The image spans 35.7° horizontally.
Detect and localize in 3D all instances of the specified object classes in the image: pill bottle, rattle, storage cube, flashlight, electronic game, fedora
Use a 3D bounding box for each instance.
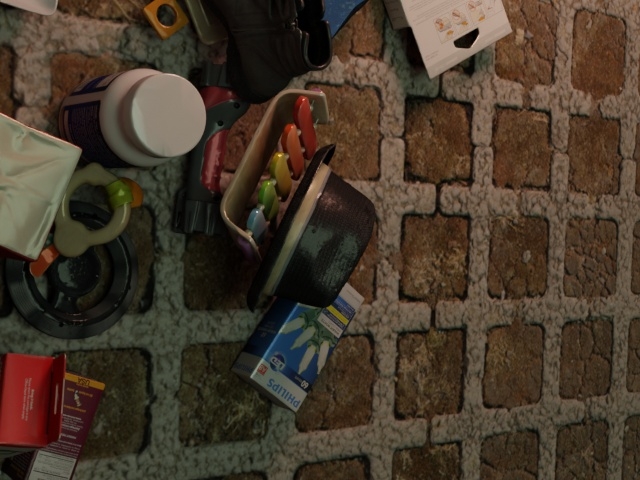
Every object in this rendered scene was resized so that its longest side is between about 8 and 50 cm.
[{"bbox_3d":[-0.297,-0.190,1.564,0.153,0.265,0.153,-3,95,-35],"label":"pill bottle"},{"bbox_3d":[-0.389,-0.029,1.609,0.130,0.143,0.199,36,92,-16],"label":"rattle"},{"bbox_3d":[-0.498,-0.085,1.474,0.184,0.193,0.214,27,77,-33],"label":"storage cube"},{"bbox_3d":[-0.179,-0.157,1.749,0.103,0.103,0.303,8,87,-38],"label":"flashlight"},{"bbox_3d":[-0.406,0.048,1.633,0.229,0.048,0.229,5,82,-36],"label":"electronic game"},{"bbox_3d":[0.000,0.000,1.747,0.153,0.334,0.334,25,76,-1],"label":"fedora"}]

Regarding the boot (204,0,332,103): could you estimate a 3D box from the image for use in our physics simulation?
[{"bbox_3d":[-0.087,-0.412,1.642,0.118,0.223,0.338,-20,88,-38],"label":"boot"}]

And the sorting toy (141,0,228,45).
[{"bbox_3d":[-0.179,-0.462,1.767,0.348,0.047,0.195,-30,105,-30],"label":"sorting toy"}]

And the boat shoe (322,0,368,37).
[{"bbox_3d":[0.030,-0.468,1.890,0.258,0.089,0.109,-46,103,-19],"label":"boat shoe"}]

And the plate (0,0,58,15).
[{"bbox_3d":[-0.524,-0.510,1.521,0.278,0.045,0.277,10,86,-35],"label":"plate"}]

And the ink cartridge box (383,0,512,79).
[{"bbox_3d":[0.261,-0.494,2.062,0.275,0.060,0.238,-33,111,-30],"label":"ink cartridge box"}]

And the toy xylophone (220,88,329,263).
[{"bbox_3d":[-0.080,-0.114,1.753,0.236,0.081,0.322,58,54,-75],"label":"toy xylophone"}]

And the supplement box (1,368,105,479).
[{"bbox_3d":[-0.430,0.302,1.597,0.081,0.104,0.188,24,80,-34],"label":"supplement box"}]

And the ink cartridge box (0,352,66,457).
[{"bbox_3d":[-0.461,0.246,1.478,0.078,0.231,0.134,13,67,-35],"label":"ink cartridge box"}]

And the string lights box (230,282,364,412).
[{"bbox_3d":[-0.041,0.177,1.879,0.133,0.077,0.259,42,70,-30],"label":"string lights box"}]
